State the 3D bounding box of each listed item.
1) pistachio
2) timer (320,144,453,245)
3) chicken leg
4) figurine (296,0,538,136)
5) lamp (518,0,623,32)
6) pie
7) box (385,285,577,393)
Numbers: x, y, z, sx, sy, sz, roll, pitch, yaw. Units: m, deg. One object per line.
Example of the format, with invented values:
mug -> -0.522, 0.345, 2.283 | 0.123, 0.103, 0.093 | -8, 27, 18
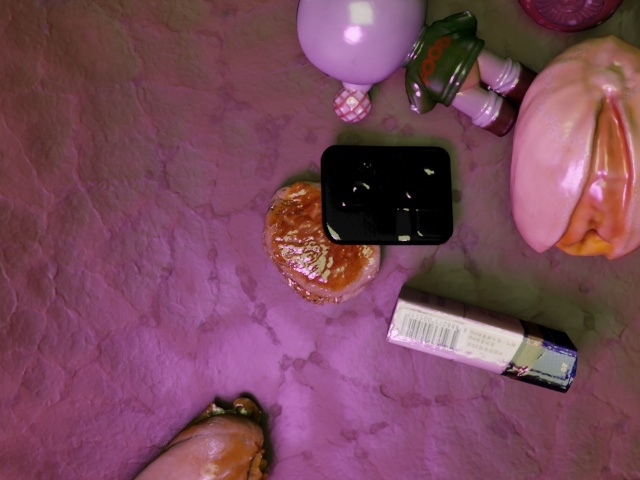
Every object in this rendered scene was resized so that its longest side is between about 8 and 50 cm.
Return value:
pistachio -> 0.370, -0.121, 1.554 | 0.230, 0.230, 0.308 | 5, 113, 6
timer -> 0.095, -0.065, 1.637 | 0.188, 0.055, 0.144 | 0, 81, -9
chicken leg -> -0.257, 0.400, 1.722 | 0.429, 0.153, 0.201 | -29, 80, 15
figurine -> 0.120, -0.275, 1.593 | 0.370, 0.167, 0.281 | 29, 103, -6
lamp -> 0.346, -0.368, 1.577 | 0.156, 0.135, 0.157 | -25, 122, 37
pie -> 0.000, 0.000, 1.676 | 0.193, 0.079, 0.163 | 43, 90, 3
box -> 0.226, 0.137, 1.619 | 0.259, 0.168, 0.071 | 17, 95, 5
